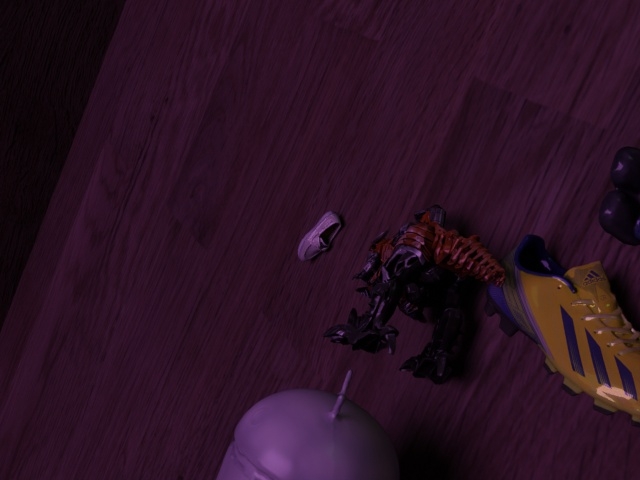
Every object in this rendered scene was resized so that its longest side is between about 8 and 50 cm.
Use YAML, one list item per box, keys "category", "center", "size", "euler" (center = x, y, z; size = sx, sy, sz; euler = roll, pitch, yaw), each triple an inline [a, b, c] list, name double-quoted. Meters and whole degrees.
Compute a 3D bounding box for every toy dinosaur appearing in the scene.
- category: "toy dinosaur"
  center: [0.118, 0.048, 1.039]
  size: [0.322, 0.164, 0.218]
  euler: [99, -168, -78]

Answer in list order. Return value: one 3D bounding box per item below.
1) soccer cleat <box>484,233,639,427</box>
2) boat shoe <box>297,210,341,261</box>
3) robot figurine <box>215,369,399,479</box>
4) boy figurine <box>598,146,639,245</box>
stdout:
- category: "soccer cleat"
  center: [0.281, 0.087, 0.868]
  size: [0.289, 0.093, 0.121]
  euler: [44, 115, 52]
- category: "boat shoe"
  center: [0.000, 0.000, 1.333]
  size: [0.100, 0.035, 0.035]
  euler: [-50, 39, 20]
- category: "robot figurine"
  center: [-0.033, 0.324, 0.967]
  size: [0.300, 0.200, 0.353]
  euler: [-121, 52, -79]
- category: "boy figurine"
  center: [0.397, -0.019, 0.758]
  size: [0.285, 0.092, 0.177]
  euler: [19, 91, 58]
